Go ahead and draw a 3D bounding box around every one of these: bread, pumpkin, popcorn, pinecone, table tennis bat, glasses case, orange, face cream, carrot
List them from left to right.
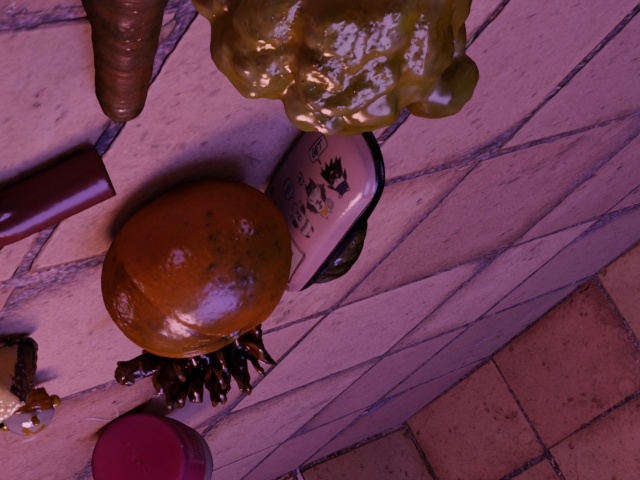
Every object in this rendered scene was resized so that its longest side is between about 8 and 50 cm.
[{"bbox_3d":[-0.390,0.020,1.202,0.415,0.051,0.268,-25,164,-10],"label":"table tennis bat"},{"bbox_3d":[-0.432,0.176,1.582,0.147,0.127,0.152,-38,-165,21],"label":"bread"},{"bbox_3d":[-0.155,-0.171,1.005,0.070,0.070,0.342,-24,169,-18],"label":"carrot"},{"bbox_3d":[-0.297,0.401,2.289,0.175,0.175,0.195,-31,164,5],"label":"face cream"},{"bbox_3d":[-0.173,0.140,1.722,0.212,0.168,0.185,-18,123,10],"label":"pinecone"},{"bbox_3d":[-0.137,0.037,1.463,0.240,0.171,0.240,-27,162,-9],"label":"orange"},{"bbox_3d":[-0.006,-0.042,1.537,0.075,0.122,0.314,-13,158,-28],"label":"glasses case"},{"bbox_3d":[0.000,0.000,1.719,0.119,0.107,0.183,-13,156,-31],"label":"pumpkin"},{"bbox_3d":[0.018,-0.202,0.866,0.235,0.250,0.242,-26,164,17],"label":"popcorn"}]

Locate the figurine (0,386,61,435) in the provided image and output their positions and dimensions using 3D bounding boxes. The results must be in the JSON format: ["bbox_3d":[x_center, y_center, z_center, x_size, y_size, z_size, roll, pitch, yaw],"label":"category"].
[{"bbox_3d":[-0.427,0.247,1.808,0.143,0.068,0.101,-21,165,37],"label":"figurine"}]
